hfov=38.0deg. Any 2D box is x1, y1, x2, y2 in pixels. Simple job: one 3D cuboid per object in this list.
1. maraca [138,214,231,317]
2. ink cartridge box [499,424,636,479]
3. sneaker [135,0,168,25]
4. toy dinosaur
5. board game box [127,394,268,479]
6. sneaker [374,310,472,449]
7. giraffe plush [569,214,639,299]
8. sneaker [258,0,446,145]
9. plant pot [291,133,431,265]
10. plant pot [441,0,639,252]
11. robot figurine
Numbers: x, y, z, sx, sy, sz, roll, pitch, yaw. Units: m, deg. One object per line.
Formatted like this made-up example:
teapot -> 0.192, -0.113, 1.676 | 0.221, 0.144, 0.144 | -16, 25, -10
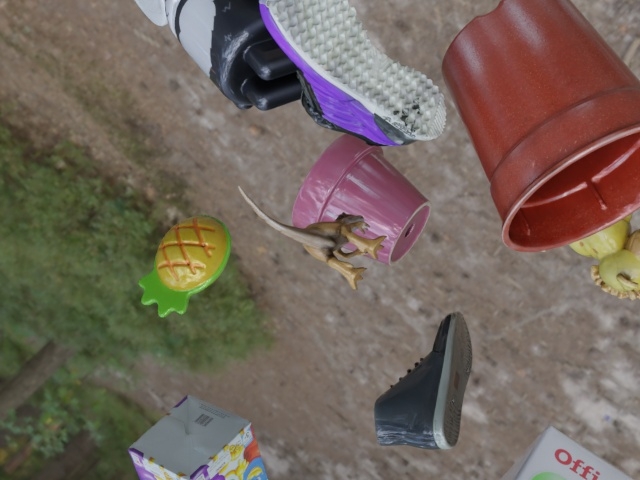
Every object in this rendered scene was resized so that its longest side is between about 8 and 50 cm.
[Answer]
maraca -> -0.223, 0.040, 1.532 | 0.127, 0.185, 0.099 | 30, 170, 30
ink cartridge box -> 0.225, 0.374, 0.936 | 0.198, 0.270, 0.197 | 32, 145, 13
sneaker -> -0.254, -0.498, 1.482 | 0.104, 0.147, 0.295 | -10, 101, 53
toy dinosaur -> 0.000, 0.000, 0.983 | 0.112, 0.064, 0.211 | 27, -170, 25
board game box -> -0.178, 0.413, 1.498 | 0.144, 0.142, 0.275 | 15, 131, 37
sneaker -> 0.148, 0.198, 1.355 | 0.118, 0.222, 0.083 | -7, 136, 29
giraffe plush -> 0.448, 0.004, 1.414 | 0.170, 0.181, 0.210 | 52, 139, 27
sneaker -> 0.012, -0.202, 1.156 | 0.293, 0.102, 0.146 | 37, 151, -31
plant pot -> 0.080, -0.058, 1.582 | 0.180, 0.201, 0.201 | 34, 149, 18
plant pot -> 0.306, -0.169, 1.229 | 0.272, 0.272, 0.265 | 107, 144, -58
robot figurine -> -0.120, -0.314, 1.393 | 0.173, 0.209, 0.278 | 13, -148, -54
